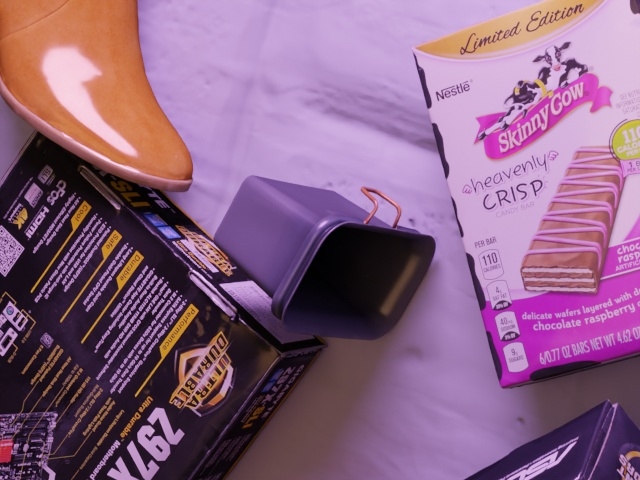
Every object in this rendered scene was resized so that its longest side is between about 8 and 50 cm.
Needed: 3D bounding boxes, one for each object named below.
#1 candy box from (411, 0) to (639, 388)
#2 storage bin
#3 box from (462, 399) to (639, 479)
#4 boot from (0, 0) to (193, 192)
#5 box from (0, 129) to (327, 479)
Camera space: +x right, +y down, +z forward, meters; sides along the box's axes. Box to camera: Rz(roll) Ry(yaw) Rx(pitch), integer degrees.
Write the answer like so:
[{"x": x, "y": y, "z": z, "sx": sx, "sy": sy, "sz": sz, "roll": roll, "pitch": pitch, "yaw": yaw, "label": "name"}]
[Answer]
[{"x": 0.167, "y": -0.037, "z": 1.254, "sx": 0.159, "sy": 0.071, "sz": 0.233, "roll": -18, "pitch": 82, "yaw": 25, "label": "candy box"}, {"x": 0.000, "y": 0.000, "z": 1.308, "sx": 0.091, "sy": 0.135, "sz": 0.098, "roll": 37, "pitch": 106, "yaw": 31, "label": "storage bin"}, {"x": 0.109, "y": 0.311, "z": 1.158, "sx": 0.395, "sy": 0.097, "sz": 0.318, "roll": -33, "pitch": 103, "yaw": 32, "label": "box"}, {"x": -0.158, "y": -0.191, "z": 1.394, "sx": 0.295, "sy": 0.104, "sz": 0.211, "roll": 39, "pitch": 107, "yaw": 25, "label": "boot"}, {"x": -0.188, "y": 0.117, "z": 1.426, "sx": 0.257, "sy": 0.079, "sz": 0.322, "roll": 41, "pitch": 107, "yaw": 18, "label": "box"}]
